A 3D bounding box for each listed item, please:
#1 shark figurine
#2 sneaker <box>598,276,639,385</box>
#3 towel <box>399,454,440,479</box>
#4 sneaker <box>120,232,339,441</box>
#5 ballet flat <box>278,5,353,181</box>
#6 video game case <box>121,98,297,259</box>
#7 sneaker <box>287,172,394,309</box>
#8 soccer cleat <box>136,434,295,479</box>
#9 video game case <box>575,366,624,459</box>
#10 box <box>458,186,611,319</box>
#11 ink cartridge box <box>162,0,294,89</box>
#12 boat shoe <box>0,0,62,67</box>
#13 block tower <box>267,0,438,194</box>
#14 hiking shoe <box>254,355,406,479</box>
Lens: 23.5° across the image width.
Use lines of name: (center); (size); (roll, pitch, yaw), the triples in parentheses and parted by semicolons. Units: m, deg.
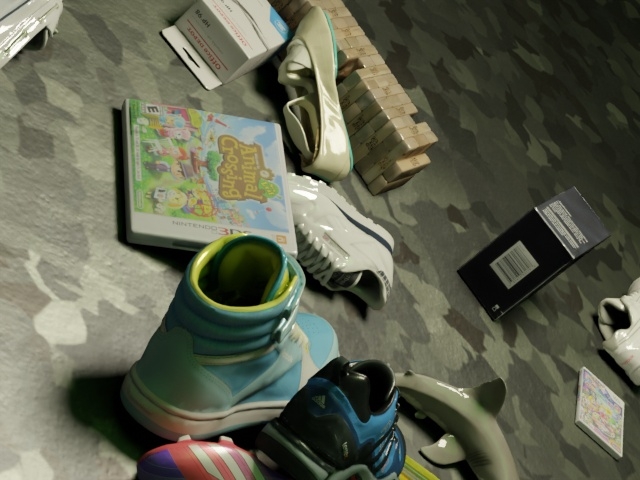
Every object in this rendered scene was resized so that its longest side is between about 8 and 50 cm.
shark figurine: (0.158, 0.191, 1.836); (0.278, 0.116, 0.166); (37, 32, -24)
sneaker: (0.479, 0.111, 2.356); (0.115, 0.090, 0.232); (39, 32, -11)
towel: (0.098, 0.333, 1.691); (0.102, 0.021, 0.237); (36, 34, -21)
sneaker: (-0.048, 0.081, 1.577); (0.127, 0.208, 0.319); (37, 26, 21)
ballet flat: (-0.014, -0.197, 2.033); (0.086, 0.086, 0.248); (9, 65, -48)
video game case: (-0.129, -0.070, 1.763); (0.193, 0.023, 0.212); (8, 46, -18)
sneaker: (0.000, 0.000, 1.869); (0.235, 0.090, 0.095); (28, 48, -29)
soccer cleat: (-0.071, 0.261, 1.498); (0.248, 0.083, 0.095); (27, 37, -38)
video game case: (0.396, 0.243, 2.178); (0.087, 0.011, 0.122); (41, 32, -14)
box: (0.300, 0.016, 2.160); (0.093, 0.156, 0.158); (54, 31, 8)
ink cartridge box: (-0.119, -0.272, 2.024); (0.104, 0.060, 0.180); (51, 31, 0)
boat shoe: (-0.333, -0.244, 1.720); (0.076, 0.083, 0.226); (56, 41, -12)
block tower: (0.031, -0.230, 2.144); (0.335, 0.091, 0.097); (56, 31, 9)
hiking shoe: (0.047, 0.191, 1.602); (0.113, 0.132, 0.304); (39, 6, 17)
